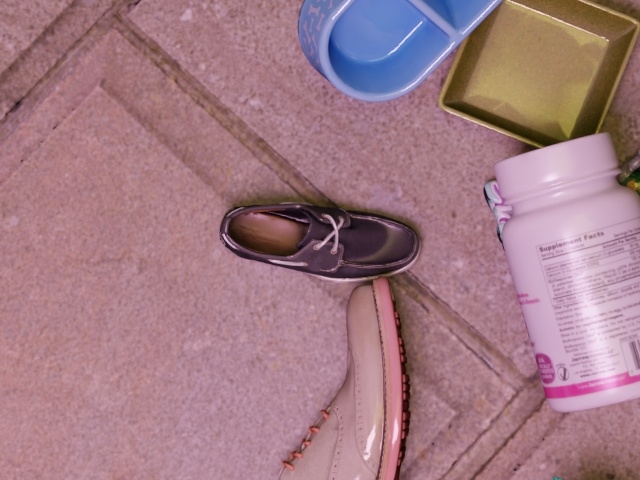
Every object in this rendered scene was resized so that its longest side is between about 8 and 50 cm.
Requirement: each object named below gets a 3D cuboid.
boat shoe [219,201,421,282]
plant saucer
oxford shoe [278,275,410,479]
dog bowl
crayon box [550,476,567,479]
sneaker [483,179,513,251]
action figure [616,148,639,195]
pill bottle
[{"bbox_3d":[0.000,0.000,1.738,0.233,0.079,0.084,7,80,0],"label":"boat shoe"},{"bbox_3d":[0.254,-0.201,1.781,0.188,0.045,0.188,22,82,4],"label":"plant saucer"},{"bbox_3d":[0.023,0.234,1.675,0.146,0.140,0.397,2,80,8],"label":"oxford shoe"},{"bbox_3d":[0.106,-0.278,1.709,0.166,0.074,0.297,37,108,-25],"label":"dog bowl"},{"bbox_3d":[0.371,0.347,1.589,0.278,0.165,0.081,21,81,29],"label":"crayon box"},{"bbox_3d":[0.234,-0.030,1.759,0.069,0.038,0.098,-17,82,-1],"label":"sneaker"},{"bbox_3d":[0.419,-0.100,1.760,0.232,0.063,0.137,-44,87,-2],"label":"action figure"},{"bbox_3d":[0.292,0.033,1.673,0.160,0.160,0.283,-15,88,-2],"label":"pill bottle"}]
